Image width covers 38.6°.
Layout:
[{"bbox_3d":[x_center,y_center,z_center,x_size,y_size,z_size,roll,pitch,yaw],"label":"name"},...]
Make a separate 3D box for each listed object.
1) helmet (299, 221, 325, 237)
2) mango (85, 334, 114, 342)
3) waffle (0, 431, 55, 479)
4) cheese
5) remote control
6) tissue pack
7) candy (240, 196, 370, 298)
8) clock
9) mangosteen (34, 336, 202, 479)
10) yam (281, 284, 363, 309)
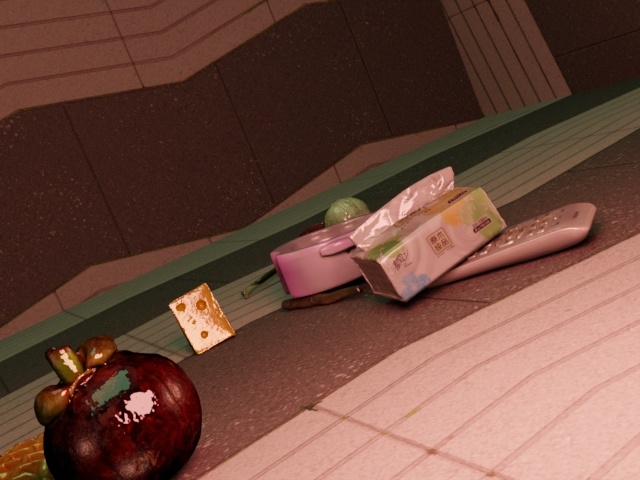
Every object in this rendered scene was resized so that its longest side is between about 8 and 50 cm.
[{"bbox_3d":[0.000,0.000,2.506,0.111,0.057,0.089,-25,-29,19],"label":"helmet"},{"bbox_3d":[-0.542,0.264,2.234,0.077,0.063,0.127,-26,2,8],"label":"mango"},{"bbox_3d":[-0.507,0.380,1.395,0.283,0.065,0.309,-13,11,47],"label":"waffle"},{"bbox_3d":[-0.251,0.182,1.958,0.093,0.126,0.171,-30,-9,-11],"label":"cheese"},{"bbox_3d":[0.322,0.018,1.564,0.313,0.055,0.109,-23,14,32],"label":"remote control"},{"bbox_3d":[0.174,-0.017,1.592,0.229,0.145,0.159,-35,10,-12],"label":"tissue pack"},{"bbox_3d":[-0.039,0.022,2.368,0.440,0.119,0.119,-35,13,-29],"label":"candy"},{"bbox_3d":[0.060,0.022,1.960,0.338,0.102,0.338,-19,5,2],"label":"clock"},{"bbox_3d":[-0.264,0.229,1.206,0.216,0.216,0.216,-22,8,3],"label":"mangosteen"},{"bbox_3d":[-0.001,0.118,1.844,0.029,0.027,0.234,22,-25,-36],"label":"yam"}]
